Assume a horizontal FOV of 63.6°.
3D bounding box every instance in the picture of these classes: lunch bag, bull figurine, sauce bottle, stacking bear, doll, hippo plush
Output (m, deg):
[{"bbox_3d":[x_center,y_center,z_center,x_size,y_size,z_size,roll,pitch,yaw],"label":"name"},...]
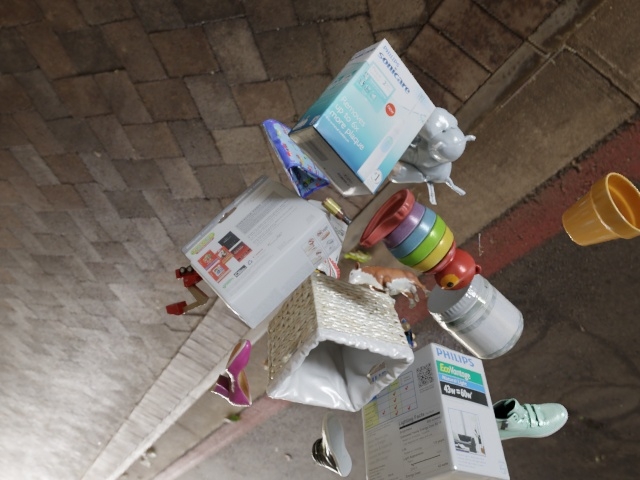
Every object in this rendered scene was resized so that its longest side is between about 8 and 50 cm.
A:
[{"bbox_3d":[-0.105,-0.319,1.928,0.138,0.220,0.293,-29,158,9],"label":"lunch bag"},{"bbox_3d":[0.255,0.162,1.913,0.311,0.188,0.101,3,122,-32],"label":"bull figurine"},{"bbox_3d":[0.060,-0.106,1.893,0.128,0.042,0.042,44,136,-2],"label":"sauce bottle"},{"bbox_3d":[0.270,0.018,1.307,0.289,0.164,0.175,40,124,-9],"label":"stacking bear"},{"bbox_3d":[0.364,0.387,2.163,0.046,0.128,0.189,-15,148,10],"label":"doll"},{"bbox_3d":[0.337,-0.279,1.626,0.236,0.235,0.294,115,135,-73],"label":"hippo plush"}]

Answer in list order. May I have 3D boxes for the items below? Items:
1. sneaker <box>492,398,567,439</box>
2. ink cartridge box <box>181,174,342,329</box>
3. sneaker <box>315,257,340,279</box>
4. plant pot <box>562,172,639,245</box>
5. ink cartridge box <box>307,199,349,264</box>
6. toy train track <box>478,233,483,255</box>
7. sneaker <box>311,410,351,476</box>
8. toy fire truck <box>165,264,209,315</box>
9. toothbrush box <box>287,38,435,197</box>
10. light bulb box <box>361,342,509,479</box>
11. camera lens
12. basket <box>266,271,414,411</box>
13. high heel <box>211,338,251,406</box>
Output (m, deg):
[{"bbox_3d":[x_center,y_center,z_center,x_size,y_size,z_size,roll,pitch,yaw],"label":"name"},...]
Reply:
[{"bbox_3d":[0.633,0.533,1.572,0.256,0.094,0.151,-15,134,2],"label":"sneaker"},{"bbox_3d":[-0.154,0.015,1.299,0.272,0.309,0.130,37,166,41],"label":"ink cartridge box"},{"bbox_3d":[-0.015,0.063,1.746,0.088,0.092,0.225,-18,110,43],"label":"sneaker"},{"bbox_3d":[0.883,-0.078,1.622,0.205,0.205,0.188,36,141,-12],"label":"plant pot"},{"bbox_3d":[0.000,0.000,2.032,0.114,0.272,0.197,11,170,27],"label":"ink cartridge box"},{"bbox_3d":[0.598,0.016,1.923,0.014,0.048,0.083,-3,87,20],"label":"toy train track"},{"bbox_3d":[0.018,0.803,2.057,0.147,0.105,0.295,-1,113,36],"label":"sneaker"},{"bbox_3d":[-0.349,0.134,1.444,0.192,0.047,0.135,-9,92,21],"label":"toy fire truck"},{"bbox_3d":[0.103,-0.281,1.212,0.216,0.295,0.126,46,157,-24],"label":"toothbrush box"},{"bbox_3d":[0.320,0.560,1.559,0.226,0.360,0.358,23,136,-28],"label":"light bulb box"},{"bbox_3d":[0.528,0.251,1.753,0.274,0.219,0.219,41,136,-15],"label":"camera lens"},{"bbox_3d":[0.044,0.311,1.564,0.332,0.266,0.328,19,128,-23],"label":"basket"},{"bbox_3d":[-0.198,0.354,1.353,0.117,0.082,0.244,26,122,-6],"label":"high heel"}]
